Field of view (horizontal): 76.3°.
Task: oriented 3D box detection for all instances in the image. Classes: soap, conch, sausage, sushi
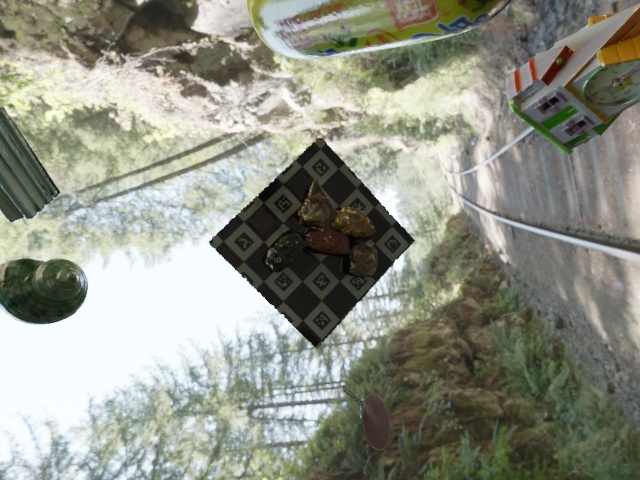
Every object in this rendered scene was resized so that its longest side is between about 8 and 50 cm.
[{"bbox_3d":[-0.616,-0.147,0.797,0.115,0.063,0.199,-87,-15,-55],"label":"soap"},{"bbox_3d":[-0.625,0.108,0.917,0.176,0.188,0.122,64,174,-22],"label":"conch"},{"bbox_3d":[0.046,-0.247,0.388,0.123,0.346,0.124,-15,-68,-41],"label":"sausage"},{"bbox_3d":[0.000,0.000,0.906,0.343,0.359,0.064,46,169,-6],"label":"sushi"}]

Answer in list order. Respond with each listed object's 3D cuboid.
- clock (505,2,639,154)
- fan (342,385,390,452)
[{"bbox_3d":[0.614,-0.363,0.889,0.235,0.309,0.166,25,-124,-22],"label":"clock"},{"bbox_3d":[0.070,0.256,0.607,0.133,0.005,0.085,52,-146,-22],"label":"fan"}]
